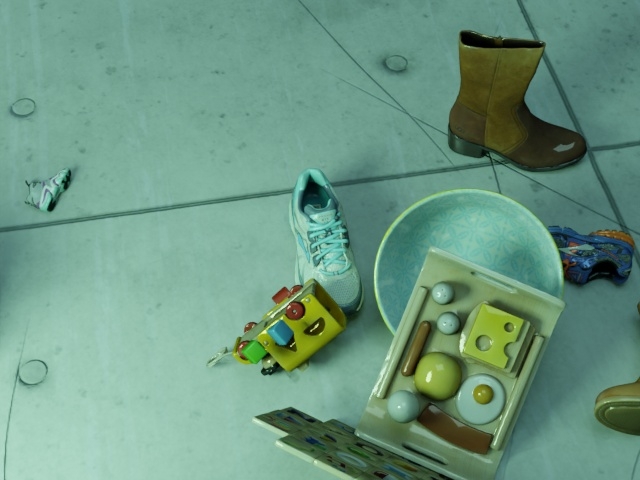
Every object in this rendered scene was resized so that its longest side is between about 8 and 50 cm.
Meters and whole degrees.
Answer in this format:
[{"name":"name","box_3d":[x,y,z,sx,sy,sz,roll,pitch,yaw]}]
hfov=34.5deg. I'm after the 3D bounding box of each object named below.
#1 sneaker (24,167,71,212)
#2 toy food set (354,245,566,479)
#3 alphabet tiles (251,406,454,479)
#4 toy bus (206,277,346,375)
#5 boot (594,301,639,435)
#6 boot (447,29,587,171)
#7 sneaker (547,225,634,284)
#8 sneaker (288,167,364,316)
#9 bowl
[{"name":"sneaker","box_3d":[-0.496,-0.100,1.850,0.069,0.038,0.098,18,54,11]},{"name":"toy food set","box_3d":[0.207,0.189,1.529,0.220,0.092,0.306,22,90,8]},{"name":"alphabet tiles","box_3d":[0.080,0.313,1.430,0.343,0.285,0.011,23,92,16]},{"name":"toy bus","box_3d":[-0.053,0.156,1.622,0.104,0.202,0.191,49,57,-9]},{"name":"boot","box_3d":[0.536,0.181,1.613,0.284,0.109,0.220,-5,55,-7]},{"name":"boot","box_3d":[0.364,-0.256,1.831,0.264,0.280,0.096,15,55,10]},{"name":"sneaker","box_3d":[0.427,0.030,1.747,0.221,0.083,0.087,-1,58,1]},{"name":"sneaker","box_3d":[0.000,0.000,1.732,0.110,0.122,0.283,-12,55,-10]},{"name":"bowl","box_3d":[0.239,0.056,1.652,0.290,0.156,0.289,1,95,11]}]
